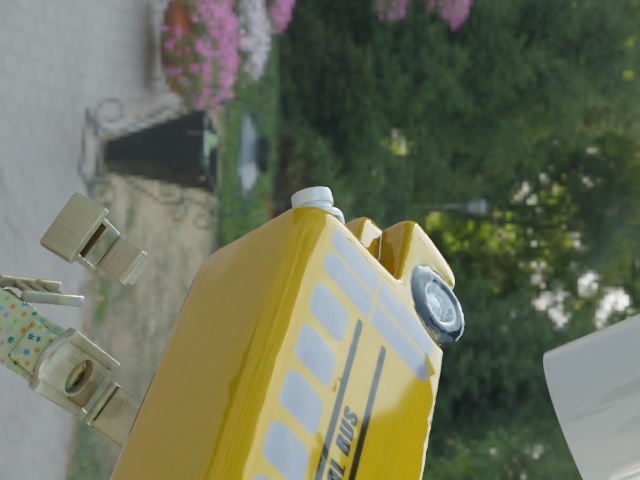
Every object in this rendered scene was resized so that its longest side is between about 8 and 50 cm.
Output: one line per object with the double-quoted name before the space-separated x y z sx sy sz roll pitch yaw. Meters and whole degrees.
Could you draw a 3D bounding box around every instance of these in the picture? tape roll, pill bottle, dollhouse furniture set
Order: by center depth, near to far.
"dollhouse furniture set" -0.185 0.059 1.121 0.161 0.182 0.101 -56 155 -11
"tape roll" 0.387 0.213 1.603 0.246 0.169 0.246 58 16 -28
"pill bottle" 0.000 0.000 1.627 0.067 0.067 0.120 77 1 -71

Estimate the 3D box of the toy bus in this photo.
"toy bus" -0.018 0.097 0.695 0.130 0.108 0.333 47 33 -22
